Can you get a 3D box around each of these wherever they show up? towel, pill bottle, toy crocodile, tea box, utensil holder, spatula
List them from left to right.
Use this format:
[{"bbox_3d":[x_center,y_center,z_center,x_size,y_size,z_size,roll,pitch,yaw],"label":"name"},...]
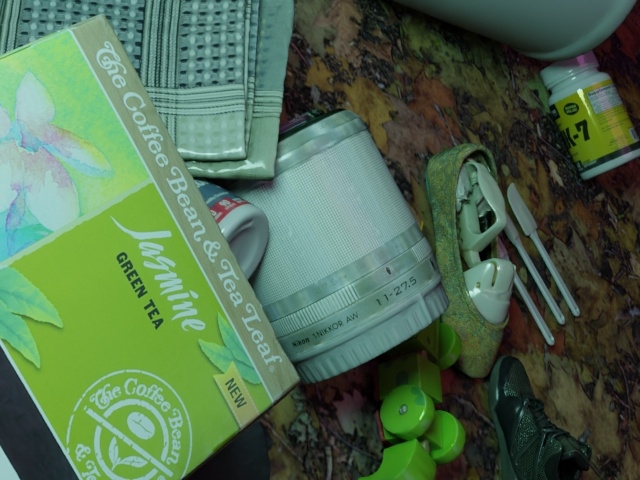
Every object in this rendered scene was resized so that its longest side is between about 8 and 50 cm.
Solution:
[{"bbox_3d":[-0.250,0.060,0.834,0.323,0.220,0.329,-37,104,-39],"label":"tea box"},{"bbox_3d":[-0.191,-0.212,1.215,0.324,0.056,0.312,5,58,-6],"label":"towel"},{"bbox_3d":[-0.155,-0.023,1.192,0.180,0.108,0.108,28,36,23],"label":"pill bottle"},{"bbox_3d":[0.112,0.174,1.430,0.115,0.105,0.340,42,41,-45],"label":"toy crocodile"},{"bbox_3d":[0.274,-0.479,1.744,0.385,0.327,0.328,8,65,-41],"label":"utensil holder"},{"bbox_3d":[0.326,0.040,1.767,0.168,0.019,0.242,-34,97,-53],"label":"spatula"},{"bbox_3d":[0.471,-0.221,1.962,0.119,0.119,0.208,-20,85,-48],"label":"pill bottle"}]

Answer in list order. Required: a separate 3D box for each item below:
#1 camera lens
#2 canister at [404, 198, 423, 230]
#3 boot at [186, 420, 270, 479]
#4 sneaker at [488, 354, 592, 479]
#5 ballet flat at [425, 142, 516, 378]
[{"bbox_3d":[0.000,0.000,1.306,0.219,0.219,0.274,-31,94,-48],"label":"camera lens"},{"bbox_3d":[0.057,-0.048,1.490,0.170,0.073,0.126,48,33,-19],"label":"canister"},{"bbox_3d":[-0.246,0.071,1.074,0.445,0.146,0.367,14,71,-36],"label":"boot"},{"bbox_3d":[0.307,0.260,1.554,0.087,0.130,0.227,19,56,-41],"label":"sneaker"},{"bbox_3d":[0.222,0.017,1.599,0.123,0.123,0.349,15,61,-40],"label":"ballet flat"}]
